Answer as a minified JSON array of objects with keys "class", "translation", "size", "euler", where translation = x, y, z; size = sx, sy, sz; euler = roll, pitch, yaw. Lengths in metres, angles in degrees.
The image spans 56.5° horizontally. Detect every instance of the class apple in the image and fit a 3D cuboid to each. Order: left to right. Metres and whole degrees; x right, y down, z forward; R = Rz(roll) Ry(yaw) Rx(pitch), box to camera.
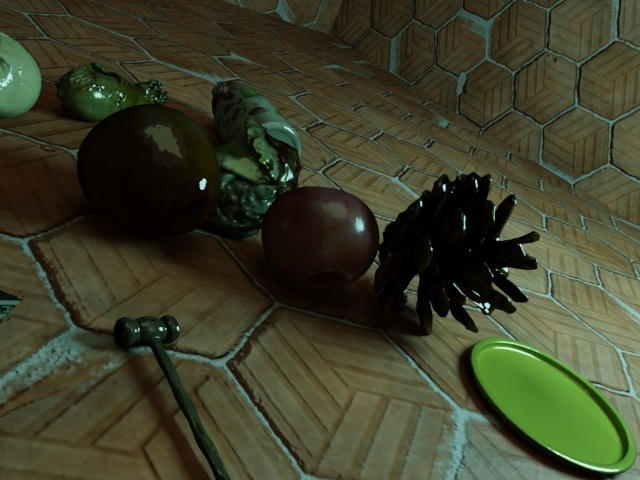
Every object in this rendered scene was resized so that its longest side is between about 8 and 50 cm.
[{"class":"apple","translation":[0.000,0.000,0.769],"size":[0.153,0.153,0.120],"euler":[13,64,-25]}]

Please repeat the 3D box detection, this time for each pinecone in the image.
[{"class":"pinecone","translation":[0.178,0.023,0.781],"size":[0.201,0.229,0.202],"euler":[17,29,1]}]

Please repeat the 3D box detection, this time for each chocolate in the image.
[{"class":"chocolate","translation":[-0.201,-0.081,0.727],"size":[0.176,0.177,0.177],"euler":[20,25,-10]}]

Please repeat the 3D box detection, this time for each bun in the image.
[{"class":"bun","translation":[-0.496,-0.251,0.844],"size":[0.188,0.111,0.164],"euler":[17,29,-24]}]

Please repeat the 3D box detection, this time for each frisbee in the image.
[{"class":"frisbee","translation":[0.299,0.210,0.780],"size":[0.235,0.017,0.236],"euler":[20,26,-10]}]

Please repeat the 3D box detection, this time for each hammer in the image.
[{"class":"hammer","translation":[-0.100,0.165,0.495],"size":[0.058,0.029,0.292],"euler":[0,36,-40]}]

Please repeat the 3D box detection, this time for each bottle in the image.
[{"class":"bottle","translation":[-0.133,-0.213,1.097],"size":[0.120,0.120,0.253],"euler":[7,30,-34]}]

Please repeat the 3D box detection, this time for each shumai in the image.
[{"class":"shumai","translation":[-0.115,-0.098,0.859],"size":[0.184,0.142,0.184],"euler":[23,22,-10]}]

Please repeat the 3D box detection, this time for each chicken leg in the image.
[{"class":"chicken leg","translation":[-0.353,-0.253,1.011],"size":[0.103,0.088,0.227],"euler":[19,25,18]}]

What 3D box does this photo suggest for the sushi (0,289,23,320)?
[{"class":"sushi","translation":[-0.337,0.048,0.501],"size":[0.120,0.026,0.126],"euler":[22,24,-5]}]
